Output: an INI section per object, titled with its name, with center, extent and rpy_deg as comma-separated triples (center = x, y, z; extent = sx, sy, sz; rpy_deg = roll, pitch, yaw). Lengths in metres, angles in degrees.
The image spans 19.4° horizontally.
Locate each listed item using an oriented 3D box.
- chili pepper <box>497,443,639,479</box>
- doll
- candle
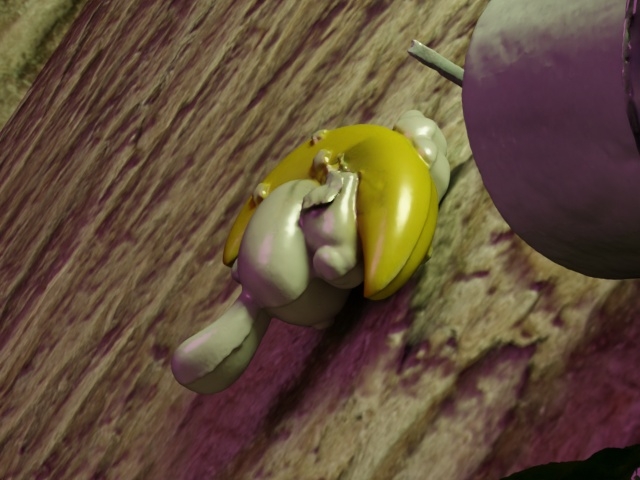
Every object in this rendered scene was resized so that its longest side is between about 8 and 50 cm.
[chili pepper]
center = 0.153, 0.152, 1.072
extent = 0.100, 0.074, 0.257
rpy_deg = -16, -1, -38
[doll]
center = 0.000, 0.000, 1.539
extent = 0.237, 0.111, 0.252
rpy_deg = -17, 40, 33
[candle]
center = 0.217, -0.085, 1.088
extent = 0.221, 0.221, 0.342
rpy_deg = -62, 20, -15
